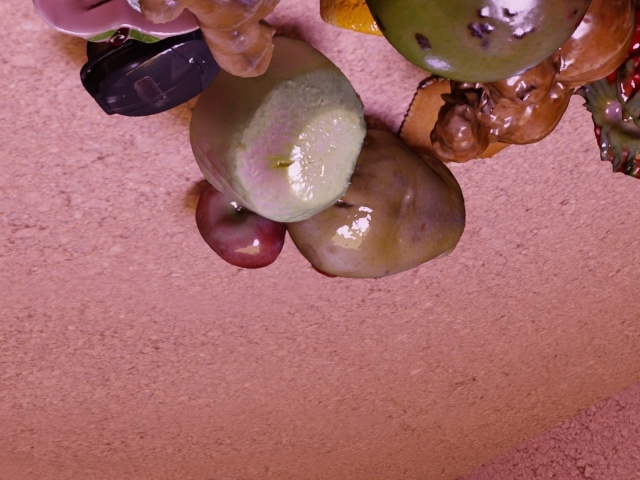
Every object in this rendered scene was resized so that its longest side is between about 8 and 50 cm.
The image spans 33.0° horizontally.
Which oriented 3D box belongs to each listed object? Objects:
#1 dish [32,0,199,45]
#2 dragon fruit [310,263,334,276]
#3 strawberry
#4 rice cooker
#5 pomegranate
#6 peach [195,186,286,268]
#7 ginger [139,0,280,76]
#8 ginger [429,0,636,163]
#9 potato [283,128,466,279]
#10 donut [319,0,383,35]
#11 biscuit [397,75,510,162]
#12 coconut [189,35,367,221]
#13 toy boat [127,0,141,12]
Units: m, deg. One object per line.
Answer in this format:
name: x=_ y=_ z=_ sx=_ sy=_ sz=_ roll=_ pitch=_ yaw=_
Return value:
dish: x=-0.197 y=-0.299 z=1.111 sx=0.213 sy=0.090 sz=0.213 roll=-13 pitch=151 yaw=-8
dragon fruit: x=0.000 y=0.000 z=1.799 sx=0.094 sy=0.094 sz=0.190 roll=-27 pitch=140 yaw=21
strawberry: x=0.502 y=-0.221 z=1.507 sx=0.276 sy=0.257 sz=0.257 roll=-24 pitch=158 yaw=-23
rice cooker: x=-0.197 y=-0.213 z=1.258 sx=0.165 sy=0.107 sz=0.112 roll=-15 pitch=154 yaw=8
pomegranate: x=0.123 y=-0.295 z=1.075 sx=0.323 sy=0.291 sz=0.291 roll=-15 pitch=154 yaw=-13
peach: x=-0.104 y=-0.030 z=1.628 sx=0.152 sy=0.152 sz=0.152 roll=-13 pitch=153 yaw=-7
ginger: x=-0.119 y=-0.262 z=1.042 sx=0.147 sy=0.081 sz=0.333 roll=-28 pitch=149 yaw=25
ginger: x=0.262 y=-0.234 z=1.369 sx=0.274 sy=0.152 sz=0.357 roll=-22 pitch=160 yaw=-36
potato: x=0.090 y=-0.054 z=1.587 sx=0.351 sy=0.218 sz=0.202 roll=11 pitch=122 yaw=-42
donut: x=0.068 y=-0.268 z=1.262 sx=0.151 sy=0.058 sz=0.152 roll=10 pitch=-169 yaw=-2
biscuit: x=0.231 y=-0.184 z=1.648 sx=0.232 sy=0.013 sz=0.237 roll=-8 pitch=153 yaw=-16
coconut: x=-0.055 y=-0.137 z=1.367 sx=0.204 sy=0.236 sz=0.236 roll=-36 pitch=157 yaw=-14
toy boat: x=-0.181 y=-0.252 z=1.068 sx=0.038 sy=0.038 sz=0.083 roll=-15 pitch=149 yaw=-2
